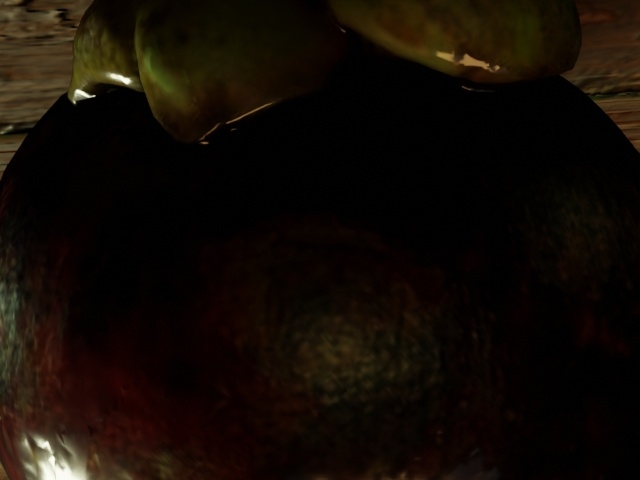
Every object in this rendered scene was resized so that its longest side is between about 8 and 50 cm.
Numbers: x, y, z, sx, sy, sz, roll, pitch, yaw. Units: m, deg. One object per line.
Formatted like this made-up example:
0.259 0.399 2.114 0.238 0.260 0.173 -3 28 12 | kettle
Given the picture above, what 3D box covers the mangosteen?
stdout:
0.000 0.000 0.664 0.306 0.359 0.306 -7 -170 1 | mangosteen
